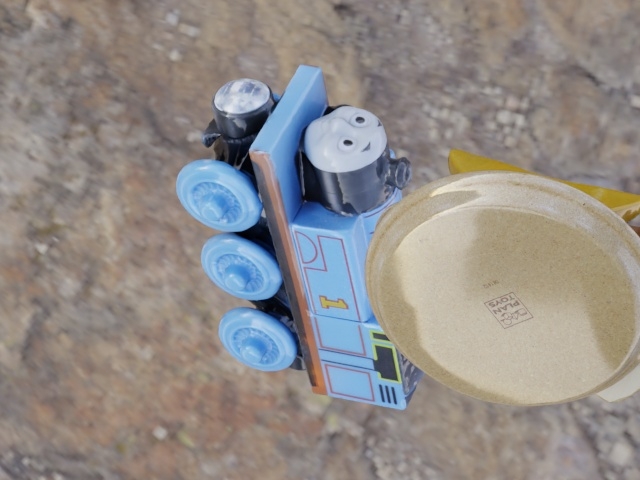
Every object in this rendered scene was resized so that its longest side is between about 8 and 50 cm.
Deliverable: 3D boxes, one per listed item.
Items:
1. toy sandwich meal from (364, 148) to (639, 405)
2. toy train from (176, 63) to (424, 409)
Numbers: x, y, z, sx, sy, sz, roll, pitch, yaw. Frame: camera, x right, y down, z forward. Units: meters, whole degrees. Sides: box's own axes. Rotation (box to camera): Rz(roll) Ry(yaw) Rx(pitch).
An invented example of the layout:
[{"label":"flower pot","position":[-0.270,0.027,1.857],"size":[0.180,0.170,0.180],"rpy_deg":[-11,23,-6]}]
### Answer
[{"label":"toy sandwich meal","position":[0.054,0.010,0.415],"size":[0.085,0.085,0.029],"rpy_deg":[60,31,-28]},{"label":"toy train","position":[0.000,0.000,0.767],"size":[0.184,0.105,0.080],"rpy_deg":[78,28,-42]}]
